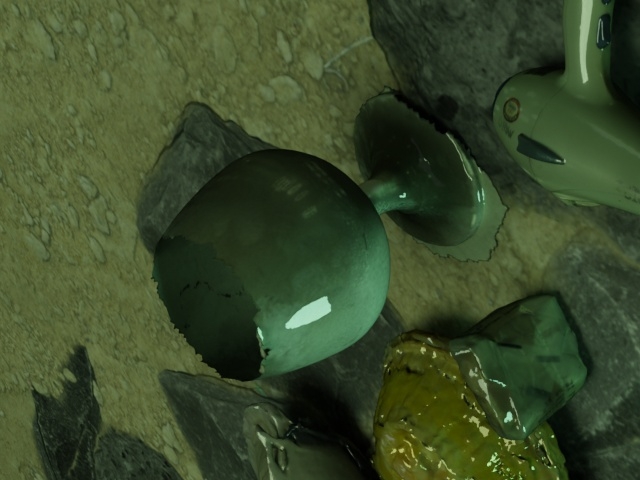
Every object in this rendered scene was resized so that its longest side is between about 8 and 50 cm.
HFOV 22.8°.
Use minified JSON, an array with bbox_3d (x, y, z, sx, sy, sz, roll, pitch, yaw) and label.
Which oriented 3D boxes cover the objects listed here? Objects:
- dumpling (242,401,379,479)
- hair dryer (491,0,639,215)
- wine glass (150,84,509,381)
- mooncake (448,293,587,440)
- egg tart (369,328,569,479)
[{"bbox_3d":[-0.006,0.329,2.130,0.293,0.163,0.204,60,-178,-8],"label":"dumpling"},{"bbox_3d":[0.264,-0.124,1.342,0.296,0.119,0.298,56,149,37],"label":"hair dryer"},{"bbox_3d":[0.000,0.000,1.640,0.238,0.323,0.238,37,146,31],"label":"wine glass"},{"bbox_3d":[0.207,0.133,1.664,0.130,0.125,0.073,64,158,-8],"label":"mooncake"},{"bbox_3d":[0.152,0.245,1.818,0.315,0.120,0.315,40,151,28],"label":"egg tart"}]
